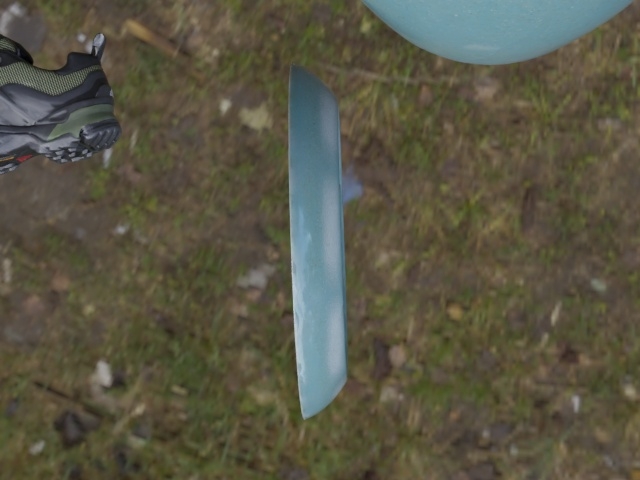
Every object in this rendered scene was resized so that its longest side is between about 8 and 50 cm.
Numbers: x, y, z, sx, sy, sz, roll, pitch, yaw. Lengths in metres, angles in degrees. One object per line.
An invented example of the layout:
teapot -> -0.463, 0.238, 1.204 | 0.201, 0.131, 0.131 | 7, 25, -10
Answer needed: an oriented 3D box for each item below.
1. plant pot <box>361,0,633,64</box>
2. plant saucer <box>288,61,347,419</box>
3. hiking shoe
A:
plant pot -> 0.109, -0.226, 0.942 | 0.290, 0.290, 0.195 | 8, 141, 6
plant saucer -> 0.000, 0.000, 1.346 | 0.043, 0.317, 0.317 | -1, 125, 1
hiking shoe -> -0.289, -0.119, 1.324 | 0.227, 0.114, 0.086 | -7, 169, 2
